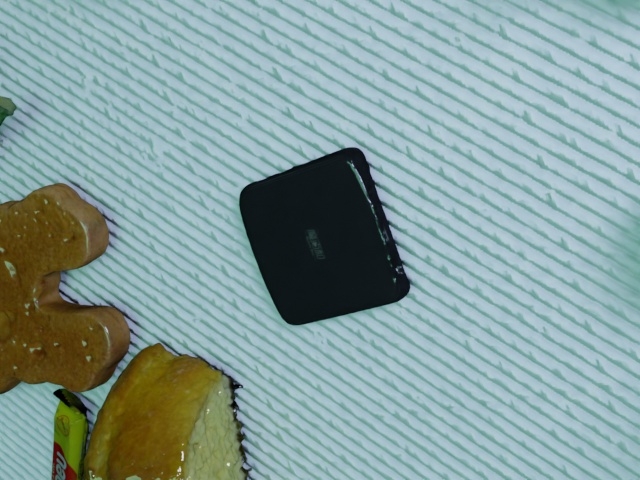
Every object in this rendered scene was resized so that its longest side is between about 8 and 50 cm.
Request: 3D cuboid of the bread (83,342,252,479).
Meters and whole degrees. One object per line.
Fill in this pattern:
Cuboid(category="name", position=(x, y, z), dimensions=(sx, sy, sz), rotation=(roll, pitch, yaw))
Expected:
Cuboid(category="bread", position=(-0.138, 0.231, 0.796), dimensions=(0.129, 0.134, 0.260), rotation=(-4, 102, 27))

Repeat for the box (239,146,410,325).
Cuboid(category="box", position=(0.000, 0.000, 0.726), dimensions=(0.125, 0.027, 0.126), rotation=(-16, 97, 32))

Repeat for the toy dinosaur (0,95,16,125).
Cuboid(category="toy dinosaur", position=(-0.416, -0.085, 0.871), dimensions=(0.301, 0.087, 0.447), rotation=(-44, 64, 31))

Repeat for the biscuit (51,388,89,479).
Cuboid(category="biscuit", position=(-0.267, 0.288, 0.942), dimensions=(0.048, 0.026, 0.292), rotation=(28, 116, 40))

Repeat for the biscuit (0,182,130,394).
Cuboid(category="biscuit", position=(-0.328, 0.057, 0.897), dimensions=(0.333, 0.047, 0.202), rotation=(-9, 98, 27))
